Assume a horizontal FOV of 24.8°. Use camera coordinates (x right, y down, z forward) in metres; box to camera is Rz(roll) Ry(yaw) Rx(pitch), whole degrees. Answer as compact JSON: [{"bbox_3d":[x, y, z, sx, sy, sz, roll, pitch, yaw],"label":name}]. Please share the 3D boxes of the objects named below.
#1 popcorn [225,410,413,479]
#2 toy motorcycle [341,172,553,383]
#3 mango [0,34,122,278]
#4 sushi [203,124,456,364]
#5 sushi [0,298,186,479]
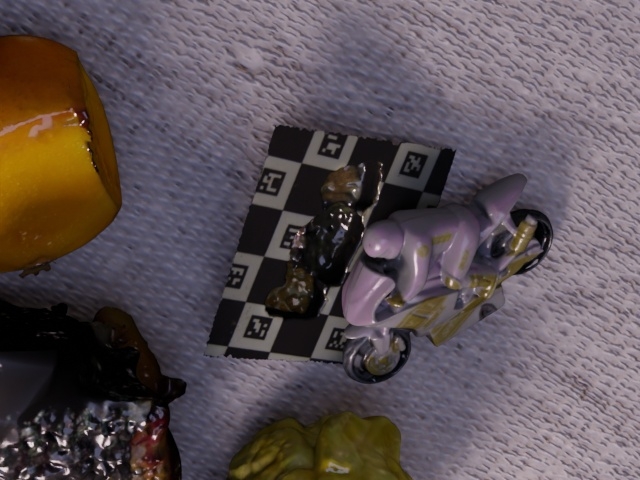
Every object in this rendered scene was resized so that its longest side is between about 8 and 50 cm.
[{"bbox_3d":[-0.003,0.264,1.254,0.181,0.216,0.235,36,110,-19],"label":"popcorn"},{"bbox_3d":[0.095,0.023,1.251,0.225,0.073,0.152,-37,131,-4],"label":"toy motorcycle"},{"bbox_3d":[-0.298,-0.061,1.168,0.257,0.138,0.187,-11,121,0],"label":"mango"},{"bbox_3d":[0.000,0.000,1.261,0.192,0.050,0.215,6,112,-34],"label":"sushi"},{"bbox_3d":[-0.214,0.164,1.198,0.213,0.215,0.227,-1,103,-12],"label":"sushi"}]
